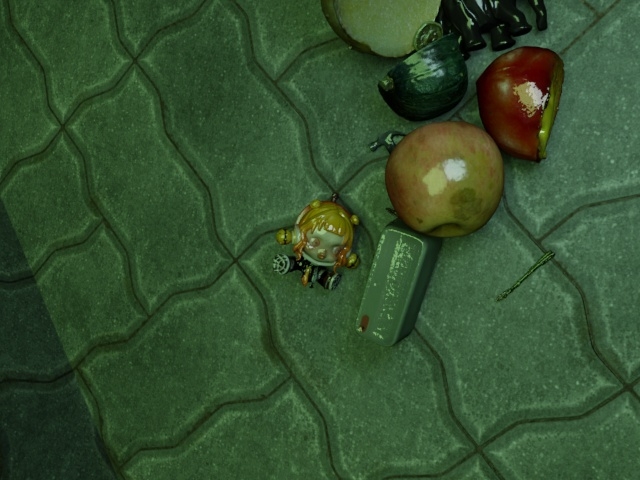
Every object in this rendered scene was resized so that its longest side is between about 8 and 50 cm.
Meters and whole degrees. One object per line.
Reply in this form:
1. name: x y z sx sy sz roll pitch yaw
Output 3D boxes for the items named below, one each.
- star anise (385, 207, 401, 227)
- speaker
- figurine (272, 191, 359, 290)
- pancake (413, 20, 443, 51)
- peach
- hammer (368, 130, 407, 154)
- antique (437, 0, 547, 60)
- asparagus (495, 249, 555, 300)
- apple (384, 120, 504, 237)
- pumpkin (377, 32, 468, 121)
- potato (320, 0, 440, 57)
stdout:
1. star anise: 0.285 -0.084 1.893 0.141 0.042 0.140 5 102 22
2. speaker: 0.247 0.140 1.816 0.184 0.184 0.405 20 104 20
3. figurine: -0.002 -0.001 1.941 0.320 0.196 0.323 21 113 -21
4. pancake: 0.347 -0.650 1.770 0.108 0.108 0.017 -51 37 16
5. peach: 0.612 -0.393 1.628 0.281 0.281 0.338 -26 76 22
6. hammer: 0.289 -0.248 1.895 0.137 0.037 0.289 -33 77 22
7. antique: 0.519 -0.724 1.711 0.323 0.185 0.254 -9 89 28
8. asparagus: 0.647 0.116 1.750 0.023 0.022 0.233 36 107 -27
9. apple: 0.380 -0.174 1.670 0.364 0.364 0.363 0 91 24
10. pumpkin: 0.336 -0.483 1.743 0.264 0.293 0.196 -28 90 -7
11. potato: 0.153 -0.825 1.765 0.319 0.386 0.441 -128 24 -53
